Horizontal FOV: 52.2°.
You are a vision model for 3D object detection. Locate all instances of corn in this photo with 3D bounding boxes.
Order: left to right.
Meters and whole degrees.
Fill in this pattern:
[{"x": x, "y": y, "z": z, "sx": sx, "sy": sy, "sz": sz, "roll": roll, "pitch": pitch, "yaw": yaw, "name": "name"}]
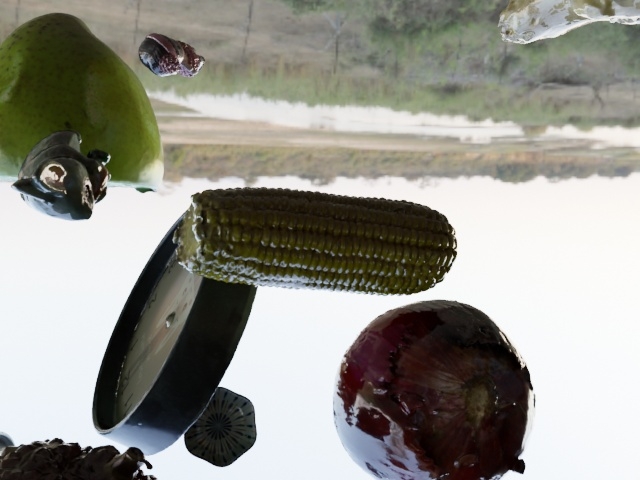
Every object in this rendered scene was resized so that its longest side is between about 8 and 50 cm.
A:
[{"x": 0.000, "y": 0.000, "z": 0.797, "sx": 0.345, "sy": 0.131, "sz": 0.131, "roll": 6, "pitch": -177, "yaw": -23, "name": "corn"}]

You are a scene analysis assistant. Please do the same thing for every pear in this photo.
[{"x": -0.453, "y": -0.246, "z": 1.163, "sx": 0.343, "sy": 0.317, "sz": 0.238, "roll": 2, "pitch": 177, "yaw": -10, "name": "pear"}]

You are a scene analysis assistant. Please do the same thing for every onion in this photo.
[{"x": 0.148, "y": 0.211, "z": 0.880, "sx": 0.277, "sy": 0.276, "sz": 0.276, "roll": 0, "pitch": -174, "yaw": 0, "name": "onion"}]

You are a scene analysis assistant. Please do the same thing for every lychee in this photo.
[{"x": -0.281, "y": 0.341, "z": 0.718, "sx": 0.264, "sy": 0.300, "sz": 0.264, "roll": 38, "pitch": -176, "yaw": -3, "name": "lychee"}]

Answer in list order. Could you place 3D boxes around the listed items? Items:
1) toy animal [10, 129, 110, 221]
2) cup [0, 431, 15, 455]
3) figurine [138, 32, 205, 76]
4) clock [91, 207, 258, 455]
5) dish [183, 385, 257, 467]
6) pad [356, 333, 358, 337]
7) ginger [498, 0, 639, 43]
[{"x": -0.337, "y": -0.066, "z": 0.842, "sx": 0.138, "sy": 0.108, "sz": 0.236, "roll": -33, "pitch": -154, "yaw": 4, "name": "toy animal"}, {"x": -0.624, "y": 0.380, "z": 1.068, "sx": 0.173, "sy": 0.299, "sz": 0.167, "roll": 6, "pitch": 179, "yaw": 8, "name": "cup"}, {"x": -0.216, "y": -0.264, "z": 0.961, "sx": 0.054, "sy": 0.072, "sz": 0.129, "roll": -43, "pitch": 174, "yaw": 16, "name": "figurine"}, {"x": -0.221, "y": 0.118, "z": 0.972, "sx": 0.076, "sy": 0.386, "sz": 0.386, "roll": 29, "pitch": 173, "yaw": -25, "name": "clock"}, {"x": -0.250, "y": 0.459, "z": 1.608, "sx": 0.191, "sy": 0.190, "sz": 0.066, "roll": -1, "pitch": 163, "yaw": -15, "name": "dish"}, {"x": 0.099, "y": 0.311, "z": 1.209, "sx": 0.006, "sy": 0.245, "sz": 0.170, "roll": -7, "pitch": -171, "yaw": -13, "name": "pad"}, {"x": 0.226, "y": -0.152, "z": 0.337, "sx": 0.259, "sy": 0.065, "sz": 0.149, "roll": -5, "pitch": -150, "yaw": 41, "name": "ginger"}]
